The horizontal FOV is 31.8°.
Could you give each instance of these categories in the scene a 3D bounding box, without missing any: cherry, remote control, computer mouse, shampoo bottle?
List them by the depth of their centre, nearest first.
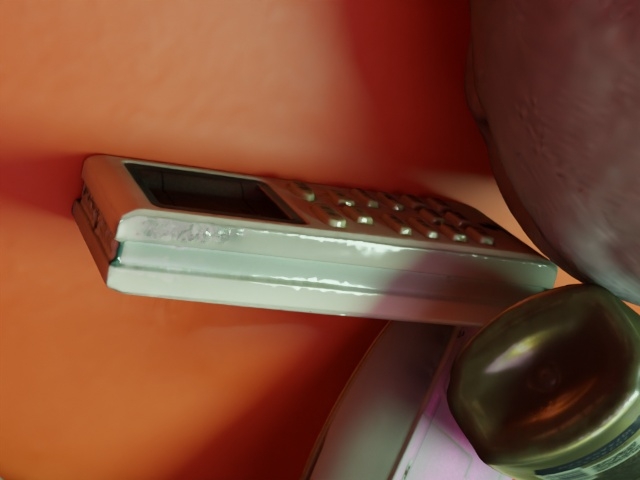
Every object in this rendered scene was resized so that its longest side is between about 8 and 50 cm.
[{"bbox_3d":[0.235,-0.094,0.610,0.291,0.335,0.326,4,138,-41],"label":"cherry"},{"bbox_3d":[0.000,0.000,0.674,0.277,0.103,0.055,7,109,-25],"label":"remote control"},{"bbox_3d":[0.183,0.117,0.732,0.125,0.084,0.350,-33,153,13],"label":"shampoo bottle"},{"bbox_3d":[0.060,0.174,0.753,0.158,0.072,0.310,45,61,-35],"label":"computer mouse"}]

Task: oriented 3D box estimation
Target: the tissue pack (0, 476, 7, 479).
[{"bbox_3d":[-0.202,0.332,0.696,0.375,0.195,0.390,31,95,-32],"label":"tissue pack"}]
